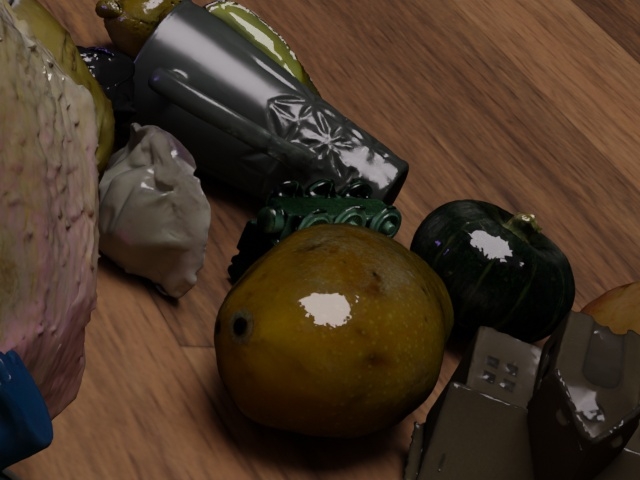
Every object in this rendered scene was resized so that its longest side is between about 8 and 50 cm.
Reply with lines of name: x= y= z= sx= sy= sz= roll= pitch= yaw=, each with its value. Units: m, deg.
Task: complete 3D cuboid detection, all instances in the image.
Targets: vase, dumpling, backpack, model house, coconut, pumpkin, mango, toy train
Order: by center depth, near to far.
coconut: x=-0.338 y=0.017 z=1.328 sx=0.404 sy=0.404 sz=0.404 roll=17 pitch=26 yaw=-9
model house: x=0.176 y=0.199 z=1.543 sx=0.211 sy=0.204 sz=0.243 roll=20 pitch=43 yaw=-1
mango: x=0.024 y=0.064 z=1.703 sx=0.176 sy=0.175 sz=0.329 roll=65 pitch=26 yaw=-11
dumpling: x=-0.153 y=-0.036 z=1.798 sx=0.108 sy=0.127 sz=0.188 roll=-9 pitch=41 yaw=-25
toy train: x=0.000 y=0.000 z=1.866 sx=0.170 sy=0.111 sz=0.071 roll=-1 pitch=34 yaw=-43
backpack: x=-0.245 y=-0.123 z=1.875 sx=0.120 sy=0.106 sz=0.165 roll=-4 pitch=-7 yaw=-37
pumpkin: x=0.165 y=0.029 z=1.901 sx=0.167 sy=0.125 sz=0.167 roll=30 pitch=-7 yaw=4
vase: x=-0.064 y=-0.110 z=1.988 sx=0.301 sy=0.156 sz=0.251 roll=32 pitch=6 yaw=7

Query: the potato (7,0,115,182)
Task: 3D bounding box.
potato: x=-0.302 y=-0.068 z=1.679 sx=0.196 sy=0.246 sz=0.300 roll=53 pitch=51 yaw=-17

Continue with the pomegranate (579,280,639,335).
pomegranate: x=0.297 y=0.124 z=1.758 sx=0.191 sy=0.191 sz=0.191 roll=17 pitch=26 yaw=-9

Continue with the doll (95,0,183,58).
doll: x=-0.139 y=-0.236 z=2.177 sx=0.209 sy=0.097 sz=0.137 roll=11 pitch=-13 yaw=21

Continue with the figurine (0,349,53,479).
figurine: x=-0.251 y=0.199 z=1.131 sx=0.416 sy=0.243 sz=0.298 roll=-4 pitch=63 yaw=-36

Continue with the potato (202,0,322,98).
potato: x=-0.054 y=-0.173 z=2.088 sx=0.198 sy=0.119 sz=0.054 roll=47 pitch=58 yaw=-5
